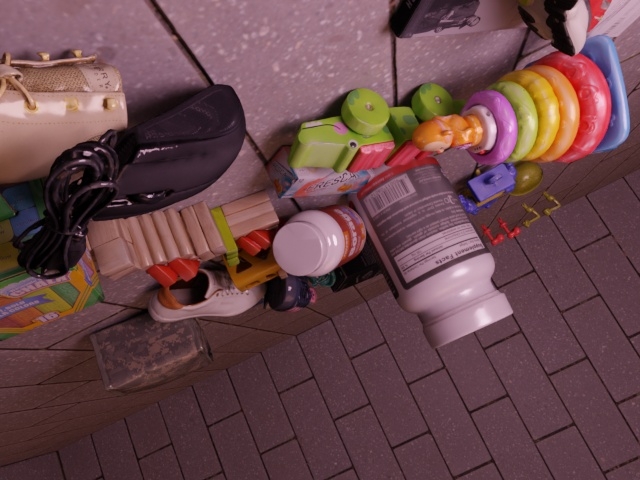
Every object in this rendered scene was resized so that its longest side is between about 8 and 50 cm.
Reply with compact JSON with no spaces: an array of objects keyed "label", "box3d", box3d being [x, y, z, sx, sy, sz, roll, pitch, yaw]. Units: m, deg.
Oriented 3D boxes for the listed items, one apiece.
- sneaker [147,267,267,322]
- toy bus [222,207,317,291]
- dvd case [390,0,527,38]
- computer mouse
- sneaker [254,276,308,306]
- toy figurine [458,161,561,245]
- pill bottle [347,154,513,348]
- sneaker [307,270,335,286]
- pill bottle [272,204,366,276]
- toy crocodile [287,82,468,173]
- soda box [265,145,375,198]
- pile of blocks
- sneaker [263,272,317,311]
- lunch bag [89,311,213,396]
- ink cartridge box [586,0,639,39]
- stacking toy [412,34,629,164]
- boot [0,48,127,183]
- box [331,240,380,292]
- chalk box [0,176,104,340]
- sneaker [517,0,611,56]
[{"label":"sneaker","box3d":[-0.224,0.112,1.092,0.290,0.105,0.123,-12,158,-42]},{"label":"toy bus","box3d":[-0.102,0.032,1.025,0.191,0.104,0.202,-9,158,-45]},{"label":"dvd case","box3d":[0.215,-0.311,0.551,0.239,0.029,0.179,-18,162,-27]},{"label":"computer mouse","box3d":[-0.153,-0.065,0.482,0.188,0.072,0.272,-38,-170,43]},{"label":"sneaker","box3d":[-0.127,0.146,1.396,0.211,0.081,0.080,-30,165,22]},{"label":"toy figurine","box3d":[0.480,-0.120,1.299,0.363,0.191,0.217,-26,159,-2]},{"label":"pill bottle","box3d":[0.218,0.020,0.997,0.210,0.362,0.210,-23,164,-7]},{"label":"sneaker","box3d":[-0.010,0.058,1.240,0.107,0.110,0.275,-30,163,7]},{"label":"pill bottle","box3d":[0.000,0.000,0.908,0.121,0.121,0.216,-32,176,22]},{"label":"toy crocodile","box3d":[0.108,-0.157,0.740,0.341,0.105,0.115,-15,161,-30]},{"label":"soda box","box3d":[0.003,-0.112,0.801,0.183,0.063,0.058,-10,158,-44]},{"label":"pile of blocks","box3d":[-0.217,0.019,0.798,0.362,0.112,0.149,-13,160,-37]},{"label":"sneaker","box3d":[-0.063,0.122,1.204,0.131,0.112,0.319,7,172,-11]},{"label":"lunch bag","box3d":[-0.412,0.286,1.255,0.235,0.168,0.287,-22,159,-14]},{"label":"ink cartridge box","box3d":[0.391,-0.337,0.671,0.151,0.063,0.109,-16,162,-28]},{"label":"stacking toy","box3d":[0.264,-0.170,0.700,0.302,0.165,0.175,-17,-173,-19]},{"label":"boot","box3d":[-0.248,-0.119,0.349,0.204,0.095,0.262,-21,157,-31]},{"label":"box","box3d":[0.121,0.051,1.418,0.207,0.108,0.153,-19,163,-20]},{"label":"chalk box","box3d":[-0.342,0.007,0.532,0.132,0.132,0.213,-21,164,-16]},{"label":"sneaker","box3d":[0.256,-0.295,0.486,0.118,0.107,0.279,-51,160,15]}]
